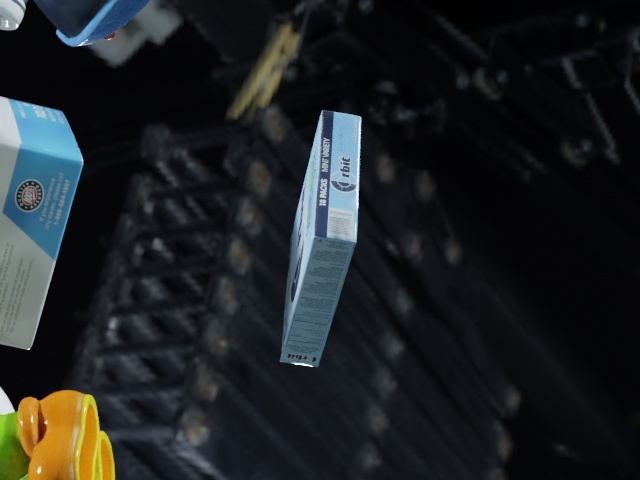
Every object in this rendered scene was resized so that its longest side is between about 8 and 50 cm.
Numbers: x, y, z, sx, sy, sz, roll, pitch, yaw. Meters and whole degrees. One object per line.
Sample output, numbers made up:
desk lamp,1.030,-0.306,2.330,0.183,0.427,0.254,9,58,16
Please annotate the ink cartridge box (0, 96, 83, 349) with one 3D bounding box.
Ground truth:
ink cartridge box,-0.391,-0.043,1.431,0.270,0.197,0.198,14,-76,-20

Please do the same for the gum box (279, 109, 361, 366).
gum box,0.000,0.000,1.393,0.041,0.157,0.184,9,-42,-6

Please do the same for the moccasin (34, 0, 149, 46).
moccasin,-0.118,-0.295,1.142,0.342,0.138,0.117,-44,-90,17

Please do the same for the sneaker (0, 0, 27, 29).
sneaker,-0.454,-0.328,1.740,0.321,0.128,0.126,13,-12,28

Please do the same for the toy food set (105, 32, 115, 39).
toy food set,-0.275,-0.265,1.806,0.083,0.020,0.082,-9,-24,-5

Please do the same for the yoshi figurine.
yoshi figurine,-0.349,0.217,1.161,0.362,0.203,0.204,-3,-78,2
